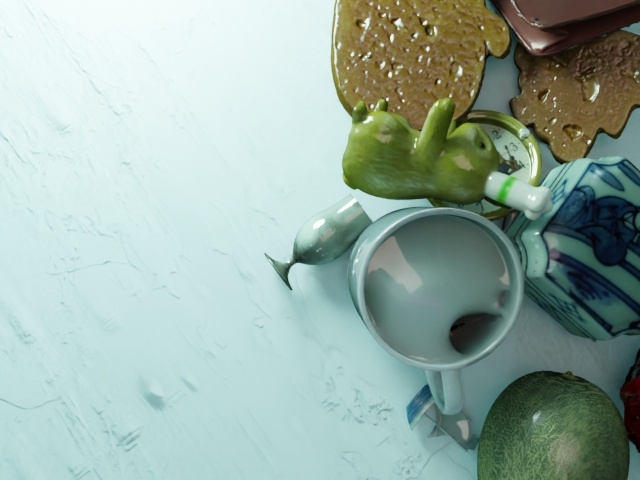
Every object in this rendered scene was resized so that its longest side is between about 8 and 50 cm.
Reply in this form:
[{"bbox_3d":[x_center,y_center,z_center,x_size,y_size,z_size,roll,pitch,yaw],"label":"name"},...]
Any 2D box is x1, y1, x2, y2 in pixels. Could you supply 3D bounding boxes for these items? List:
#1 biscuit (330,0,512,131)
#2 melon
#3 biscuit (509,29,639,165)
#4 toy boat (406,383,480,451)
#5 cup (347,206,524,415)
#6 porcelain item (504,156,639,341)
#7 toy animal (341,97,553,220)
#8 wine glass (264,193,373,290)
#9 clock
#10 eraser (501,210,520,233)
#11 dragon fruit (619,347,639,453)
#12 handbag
[{"bbox_3d":[0.191,-0.389,1.429,0.351,0.070,0.394,8,82,8],"label":"biscuit"},{"bbox_3d":[0.391,0.384,1.257,0.249,0.248,0.329,10,87,2],"label":"melon"},{"bbox_3d":[0.511,-0.288,1.393,0.302,0.043,0.278,-17,81,20],"label":"biscuit"},{"bbox_3d":[0.234,0.323,1.369,0.149,0.034,0.105,20,86,4],"label":"toy boat"},{"bbox_3d":[0.187,0.115,1.272,0.260,0.274,0.356,-10,96,-3],"label":"cup"},{"bbox_3d":[0.493,0.014,1.308,0.281,0.157,0.286,42,79,-9],"label":"porcelain item"},{"bbox_3d":[0.220,-0.147,1.276,0.363,0.181,0.180,9,97,12],"label":"toy animal"},{"bbox_3d":[0.000,0.000,1.384,0.202,0.093,0.093,-35,84,-3],"label":"wine glass"},{"bbox_3d":[0.298,-0.136,1.399,0.237,0.057,0.237,-4,70,11],"label":"clock"},{"bbox_3d":[0.357,-0.004,1.391,0.026,0.065,0.105,12,83,3],"label":"eraser"},{"bbox_3d":[0.665,0.288,1.232,0.329,0.329,0.329,0,83,1],"label":"dragon fruit"},{"bbox_3d":[0.476,-0.485,1.396,0.276,0.084,0.260,-19,55,-1],"label":"handbag"}]
